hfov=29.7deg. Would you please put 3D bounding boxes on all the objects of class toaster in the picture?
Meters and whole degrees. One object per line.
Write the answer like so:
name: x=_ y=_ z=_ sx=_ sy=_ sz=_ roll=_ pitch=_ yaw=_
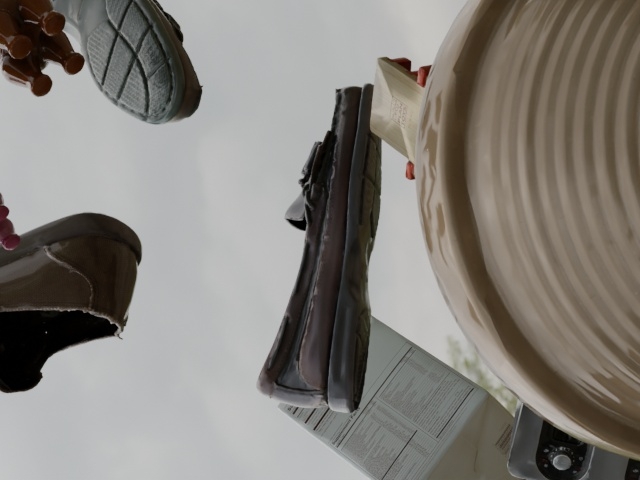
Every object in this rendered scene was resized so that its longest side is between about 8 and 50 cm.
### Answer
toaster: x=0.263 y=0.145 z=1.076 sx=0.185 sy=0.168 sz=0.110 roll=-55 pitch=-24 yaw=-66

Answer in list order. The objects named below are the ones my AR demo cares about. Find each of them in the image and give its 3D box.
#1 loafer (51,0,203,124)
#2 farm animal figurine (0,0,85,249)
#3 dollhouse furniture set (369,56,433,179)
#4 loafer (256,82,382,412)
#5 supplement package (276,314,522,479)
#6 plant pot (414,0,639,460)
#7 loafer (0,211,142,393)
loafer: x=-0.176 y=-0.196 z=1.090 sx=0.084 sy=0.096 sz=0.267 roll=-2 pitch=-142 yaw=-48
farm animal figurine: x=-0.364 y=-0.095 z=0.913 sx=0.172 sy=0.330 sz=0.327 roll=39 pitch=-171 yaw=29
dollhouse furniture set: x=0.189 y=-0.120 z=1.028 sx=0.135 sy=0.259 sz=0.262 roll=44 pitch=138 yaw=46
loafer: x=0.000 y=0.000 z=1.078 sx=0.109 sy=0.095 sz=0.302 roll=58 pitch=-145 yaw=-72
supplement package: x=0.102 y=0.209 z=1.340 sx=0.203 sy=0.149 sz=0.194 roll=32 pitch=171 yaw=38
plant pot: x=0.163 y=-0.029 z=0.448 sx=0.110 sy=0.237 sz=0.237 roll=166 pitch=88 yaw=-76
loafer: x=-0.346 y=0.093 z=1.216 sx=0.134 sy=0.366 sz=0.130 roll=45 pitch=-155 yaw=-47
